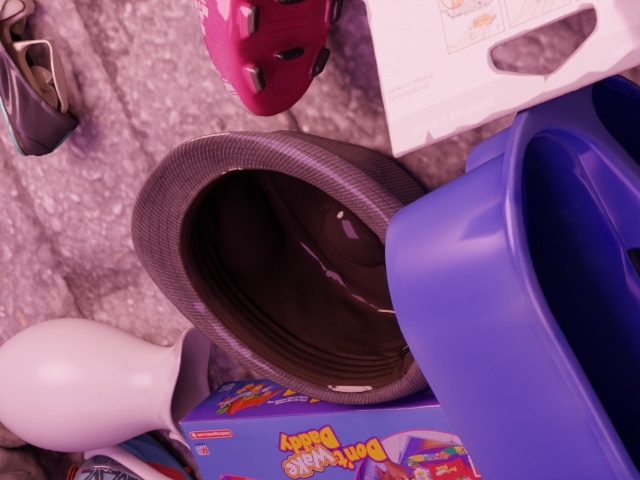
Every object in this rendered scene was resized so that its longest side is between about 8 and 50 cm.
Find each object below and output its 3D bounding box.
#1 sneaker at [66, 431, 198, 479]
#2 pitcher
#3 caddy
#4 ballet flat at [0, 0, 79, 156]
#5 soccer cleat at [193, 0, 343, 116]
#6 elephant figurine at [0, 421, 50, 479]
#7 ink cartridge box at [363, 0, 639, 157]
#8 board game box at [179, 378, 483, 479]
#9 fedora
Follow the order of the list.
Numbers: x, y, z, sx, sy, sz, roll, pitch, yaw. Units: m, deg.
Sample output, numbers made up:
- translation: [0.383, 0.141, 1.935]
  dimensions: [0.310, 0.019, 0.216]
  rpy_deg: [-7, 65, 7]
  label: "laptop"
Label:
- translation: [-0.141, 0.303, 1.539]
  dimensions: [0.262, 0.125, 0.104]
  rpy_deg: [37, 134, 11]
  label: "sneaker"
- translation: [-0.197, 0.160, 1.495]
  dimensions: [0.207, 0.125, 0.177]
  rpy_deg: [0, 109, 23]
  label: "pitcher"
- translation: [0.205, 0.051, 1.096]
  dimensions: [0.179, 0.241, 0.341]
  rpy_deg: [-20, 104, 44]
  label: "caddy"
- translation: [-0.270, -0.173, 1.396]
  dimensions: [0.074, 0.074, 0.203]
  rpy_deg: [-22, 96, 39]
  label: "ballet flat"
- translation: [-0.068, -0.260, 1.194]
  dimensions: [0.143, 0.116, 0.331]
  rpy_deg: [20, 125, 42]
  label: "soccer cleat"
- translation: [-0.347, 0.193, 1.607]
  dimensions: [0.169, 0.239, 0.186]
  rpy_deg: [-13, 151, 11]
  label: "elephant figurine"
- translation: [0.143, -0.204, 1.039]
  dimensions: [0.275, 0.060, 0.239]
  rpy_deg: [-19, 77, 39]
  label: "ink cartridge box"
- translation: [0.069, 0.229, 1.365]
  dimensions: [0.347, 0.078, 0.233]
  rpy_deg: [-8, 110, 36]
  label: "board game box"
- translation: [0.000, 0.000, 1.273]
  dimensions: [0.275, 0.124, 0.243]
  rpy_deg: [34, 132, 1]
  label: "fedora"
